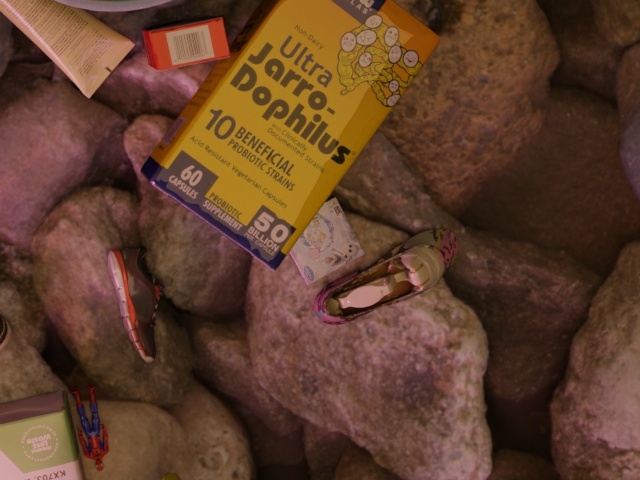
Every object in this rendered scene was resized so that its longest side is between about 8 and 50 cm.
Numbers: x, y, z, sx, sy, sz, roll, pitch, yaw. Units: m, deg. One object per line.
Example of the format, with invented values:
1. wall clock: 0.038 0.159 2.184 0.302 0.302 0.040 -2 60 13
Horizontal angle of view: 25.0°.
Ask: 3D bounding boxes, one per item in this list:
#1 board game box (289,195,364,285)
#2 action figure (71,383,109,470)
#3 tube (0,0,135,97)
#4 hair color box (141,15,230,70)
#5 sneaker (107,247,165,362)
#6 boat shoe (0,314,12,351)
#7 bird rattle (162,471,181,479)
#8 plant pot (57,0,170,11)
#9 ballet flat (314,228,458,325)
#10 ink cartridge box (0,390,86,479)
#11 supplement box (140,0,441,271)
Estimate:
1. board game box: 0.000 0.000 1.947 0.090 0.020 0.090 -29 102 -7
2. action figure: -0.304 0.251 1.919 0.038 0.030 0.115 -13 101 -14
3. tube: -0.356 -0.290 1.829 0.240 0.062 0.070 39 132 -18
4. hair color box: -0.171 -0.249 1.808 0.093 0.167 0.053 -13 100 -9
5. sneaker: -0.230 0.082 1.896 0.065 0.061 0.158 -16 100 -15
6. boat shoe: -0.489 0.161 1.839 0.206 0.065 0.075 -42 65 -8
7. bird rattle: -0.173 0.418 1.911 0.253 0.143 0.207 27 76 -23
8. plant pot: -0.237 -0.472 1.656 0.341 0.334 0.341 -2 114 -5
9. ballet flat: 0.096 0.054 1.942 0.221 0.079 0.077 -26 100 -7
10. ink cartridge box: -0.393 0.395 1.872 0.207 0.119 0.353 -12 100 -10
11. supplement box: -0.044 -0.168 1.828 0.194 0.195 0.356 36 89 -13
